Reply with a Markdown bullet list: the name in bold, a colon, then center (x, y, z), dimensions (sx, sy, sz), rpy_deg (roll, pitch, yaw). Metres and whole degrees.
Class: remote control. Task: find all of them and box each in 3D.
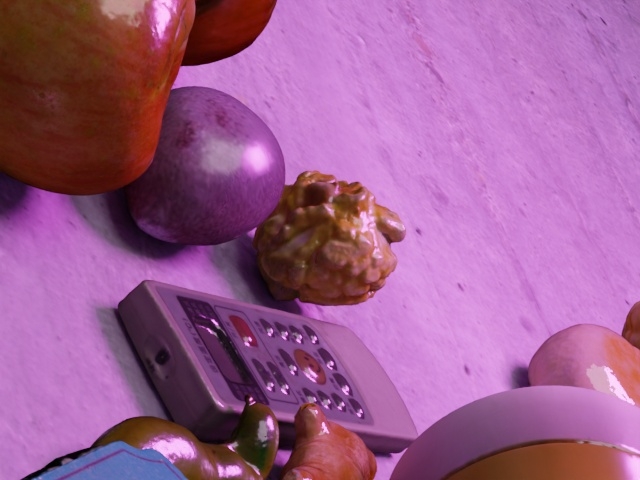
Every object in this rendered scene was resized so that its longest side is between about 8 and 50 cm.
- **remote control**: center (-0.028, 0.097, 1.385), dimensions (0.285, 0.038, 0.123), rpy_deg (15, 38, -53)

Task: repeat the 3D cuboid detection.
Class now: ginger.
- **ginger**: center (-0.002, 0.198, 1.218), dimensions (0.299, 0.065, 0.118), rpy_deg (-79, 154, -69)

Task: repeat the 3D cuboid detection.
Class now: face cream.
- **face cream**: center (0.156, 0.235, 1.253), dimensions (0.218, 0.218, 0.179), rpy_deg (37, 25, -25)

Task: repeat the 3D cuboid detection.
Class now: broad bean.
- **broad bean**: center (-0.091, 0.140, 1.177), dimensions (0.213, 0.048, 0.070), rpy_deg (-8, 85, -58)

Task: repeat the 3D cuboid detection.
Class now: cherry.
- **cherry**: center (-0.118, -0.070, 1.428), dimensions (0.188, 0.115, 0.148), rpy_deg (40, 61, 0)

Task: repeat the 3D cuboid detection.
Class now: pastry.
- **pastry**: center (0.265, 0.153, 1.768), dimensions (0.156, 0.092, 0.156), rpy_deg (31, 31, -21)

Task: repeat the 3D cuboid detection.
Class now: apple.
- **apple**: center (-0.181, -0.134, 1.289), dimensions (0.196, 0.196, 0.196), rpy_deg (39, 23, -21)

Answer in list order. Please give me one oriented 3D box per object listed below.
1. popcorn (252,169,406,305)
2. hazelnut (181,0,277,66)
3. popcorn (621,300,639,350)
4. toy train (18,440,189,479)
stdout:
- **popcorn**: center (0.000, 0.000, 1.501), dimensions (0.106, 0.116, 0.121), rpy_deg (-14, 62, -46)
- **hazelnut**: center (-0.138, -0.239, 1.583), dimensions (0.208, 0.208, 0.208), rpy_deg (39, 23, -21)
- **popcorn**: center (0.398, 0.144, 1.888), dimensions (0.235, 0.181, 0.217), rpy_deg (64, 20, -75)
- **toy train**: center (-0.110, 0.191, 0.996), dimensions (0.154, 0.107, 0.198), rpy_deg (44, 21, 11)
